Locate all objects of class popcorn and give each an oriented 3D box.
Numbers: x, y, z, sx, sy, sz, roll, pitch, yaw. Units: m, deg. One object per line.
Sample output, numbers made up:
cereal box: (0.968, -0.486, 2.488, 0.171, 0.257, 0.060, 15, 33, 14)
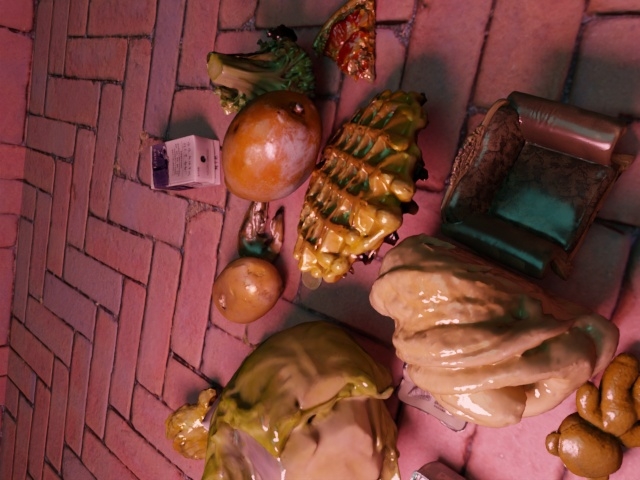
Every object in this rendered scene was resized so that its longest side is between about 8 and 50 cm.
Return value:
popcorn: (-0.324, 0.519, 1.340, 0.195, 0.173, 0.168, -36, 106, 7)

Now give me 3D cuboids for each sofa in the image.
sofa: (0.332, -0.084, 0.750, 0.200, 0.182, 0.258, 32, 99, 34)

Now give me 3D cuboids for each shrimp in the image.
shrimp: (-0.149, -0.035, 1.243, 0.145, 0.059, 0.254, 38, 114, 30)

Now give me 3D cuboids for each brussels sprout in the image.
brussels sprout: (-0.047, 0.379, 0.983, 0.425, 0.342, 0.361, -54, 22, -7)

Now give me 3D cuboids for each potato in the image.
potato: (-0.187, 0.130, 1.225, 0.234, 0.146, 0.150, -37, 48, 50)

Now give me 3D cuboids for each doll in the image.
doll: (0.450, 0.276, 0.755, 0.137, 0.097, 0.210, 34, 97, 1)

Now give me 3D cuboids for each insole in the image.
insole: (0.000, 0.000, 1.151, 0.081, 0.011, 0.248, 23, 105, 36)

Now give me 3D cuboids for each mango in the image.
mango: (-0.119, -0.187, 1.063, 0.199, 0.221, 0.384, 49, 149, -7)

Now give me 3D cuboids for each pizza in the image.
pizza: (0.066, -0.431, 1.062, 0.188, 0.062, 0.199, -37, 69, 36)

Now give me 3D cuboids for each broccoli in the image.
broccoli: (-0.153, -0.389, 1.123, 0.263, 0.243, 0.247, 26, 109, 40)

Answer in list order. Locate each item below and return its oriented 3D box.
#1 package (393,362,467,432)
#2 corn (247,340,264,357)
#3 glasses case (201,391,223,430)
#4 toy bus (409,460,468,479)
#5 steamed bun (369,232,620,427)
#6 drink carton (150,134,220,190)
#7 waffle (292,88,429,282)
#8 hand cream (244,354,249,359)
package: (0.241, 0.241, 0.945, 0.166, 0.040, 0.232, 15, 92, 35)
corn: (-0.174, 0.390, 1.252, 0.086, 0.086, 0.288, 29, 110, 35)
glasses case: (-0.143, 0.485, 1.145, 0.308, 0.128, 0.083, 41, 125, 8)
toy bus: (0.285, 0.507, 0.863, 0.261, 0.109, 0.091, 24, 104, 34)
steamed bun: (0.237, 0.136, 0.756, 0.372, 0.324, 0.231, 28, 102, 34)
drink carton: (-0.402, -0.224, 1.420, 0.222, 0.101, 0.134, -2, 87, 39)
waffle: (0.064, -0.112, 0.950, 0.379, 0.095, 0.382, -40, 34, 46)
hand cream: (-0.204, 0.380, 1.315, 0.057, 0.037, 0.165, 33, 118, 34)
